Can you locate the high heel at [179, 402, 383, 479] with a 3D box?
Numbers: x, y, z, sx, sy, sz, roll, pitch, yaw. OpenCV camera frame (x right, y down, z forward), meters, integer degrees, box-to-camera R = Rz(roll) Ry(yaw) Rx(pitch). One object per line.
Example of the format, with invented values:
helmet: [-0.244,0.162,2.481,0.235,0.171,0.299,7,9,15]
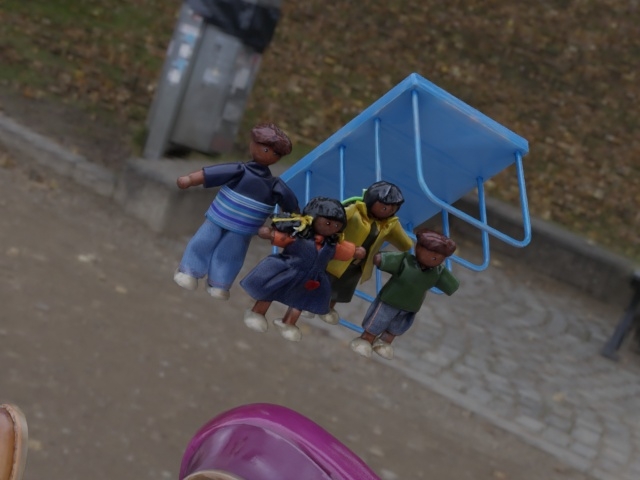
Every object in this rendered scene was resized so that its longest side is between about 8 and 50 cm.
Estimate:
high heel: [0.077,0.226,0.672,0.377,0.127,0.181,45,8,1]

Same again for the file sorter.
file sorter: [0.055,-0.017,0.905,0.118,0.170,0.104,26,48,-31]

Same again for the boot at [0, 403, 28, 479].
boot: [-0.410,0.237,1.075,0.220,0.283,0.109,32,12,-39]

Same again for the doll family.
doll family: [0.000,0.000,0.756,0.193,0.111,0.076,13,27,-37]
